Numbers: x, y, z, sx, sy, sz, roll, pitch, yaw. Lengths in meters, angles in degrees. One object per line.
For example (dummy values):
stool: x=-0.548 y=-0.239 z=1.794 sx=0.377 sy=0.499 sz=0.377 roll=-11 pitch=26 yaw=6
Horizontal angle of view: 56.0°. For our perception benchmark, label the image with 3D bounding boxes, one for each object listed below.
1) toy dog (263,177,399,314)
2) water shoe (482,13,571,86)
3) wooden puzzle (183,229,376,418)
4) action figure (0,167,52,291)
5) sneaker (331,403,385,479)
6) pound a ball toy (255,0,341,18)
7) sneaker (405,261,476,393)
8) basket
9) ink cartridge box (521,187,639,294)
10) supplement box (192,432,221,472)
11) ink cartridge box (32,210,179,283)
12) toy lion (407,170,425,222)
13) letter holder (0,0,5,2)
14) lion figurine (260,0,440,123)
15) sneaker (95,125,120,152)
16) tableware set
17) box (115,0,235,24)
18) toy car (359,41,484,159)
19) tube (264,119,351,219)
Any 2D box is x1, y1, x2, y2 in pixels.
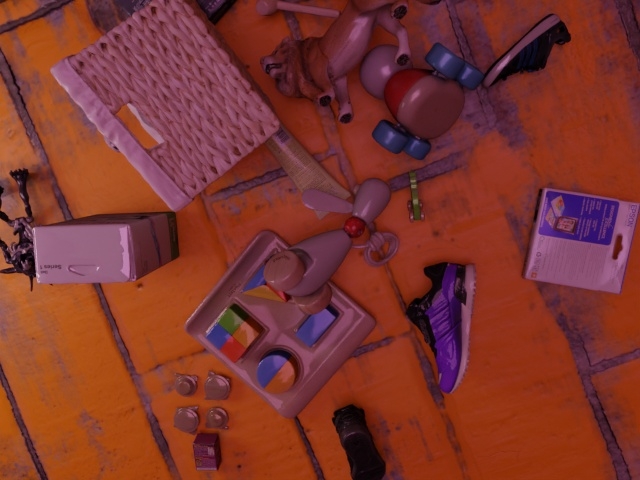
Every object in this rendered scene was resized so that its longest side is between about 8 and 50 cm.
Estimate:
toy dog: x=0.000 y=0.000 z=1.293 sx=0.333 sy=0.161 sz=0.220 roll=-34 pitch=132 yaw=-25
water shoe: x=0.434 y=-0.381 z=1.259 sx=0.203 sy=0.073 sz=0.080 roll=-42 pitch=95 yaw=9
wooden puzzle: x=-0.098 y=0.201 z=1.379 sx=0.347 sy=0.080 sz=0.322 roll=40 pitch=99 yaw=-1
action figure: x=-0.692 y=-0.016 z=1.373 sx=0.163 sy=0.141 sz=0.276 roll=-16 pitch=95 yaw=-5
sneaker: x=0.089 y=0.471 z=1.404 sx=0.087 sy=0.130 sz=0.228 roll=-20 pitch=123 yaw=2
pound a ball toy: x=0.032 y=-0.568 z=1.238 sx=0.318 sy=0.136 sz=0.208 roll=9 pitch=129 yaw=9
sneaker: x=0.261 y=0.189 z=1.343 sx=0.146 sy=0.102 sz=0.294 roll=6 pitch=93 yaw=8
basket: x=-0.276 y=-0.286 z=1.174 sx=0.266 sy=0.331 sz=0.328 roll=-36 pitch=110 yaw=7
ink cartridge box: x=0.565 y=0.001 z=1.312 sx=0.208 sy=0.045 sz=0.207 roll=10 pitch=98 yaw=5
supplement box: x=-0.272 y=0.511 z=1.448 sx=0.054 sy=0.043 sz=0.083 roll=0 pitch=108 yaw=6
ink cartridge box: x=-0.444 y=0.008 z=1.283 sx=0.201 sy=0.278 sz=0.117 roll=-2 pitch=98 yaw=5
toy lion: x=0.204 y=-0.100 z=1.306 sx=0.034 sy=0.100 sz=0.096 roll=-6 pitch=116 yaw=7
letter holder: x=-0.711 y=-0.616 z=1.255 sx=0.301 sy=0.214 sz=0.152 roll=-21 pitch=95 yaw=7
lion figurine: x=0.053 y=-0.398 z=1.181 sx=0.392 sy=0.142 sz=0.240 roll=-37 pitch=52 yaw=29
sneaker: x=-0.478 y=-0.242 z=1.377 sx=0.037 sy=0.032 sz=0.083 roll=-35 pitch=94 yaw=9
tableware set: x=-0.286 y=0.392 z=1.451 sx=0.140 sy=0.020 sz=0.169 roll=4 pitch=99 yaw=5
box: x=-0.301 y=-0.538 z=1.308 sx=0.183 sy=0.059 sz=0.233 roll=44 pitch=100 yaw=-2
toy car: x=0.169 y=-0.330 z=1.259 sx=0.238 sy=0.210 sz=0.219 roll=47 pitch=115 yaw=26
tube: x=-0.044 y=-0.163 z=1.341 sx=0.240 sy=0.062 sz=0.070 roll=49 pitch=142 yaw=-7
